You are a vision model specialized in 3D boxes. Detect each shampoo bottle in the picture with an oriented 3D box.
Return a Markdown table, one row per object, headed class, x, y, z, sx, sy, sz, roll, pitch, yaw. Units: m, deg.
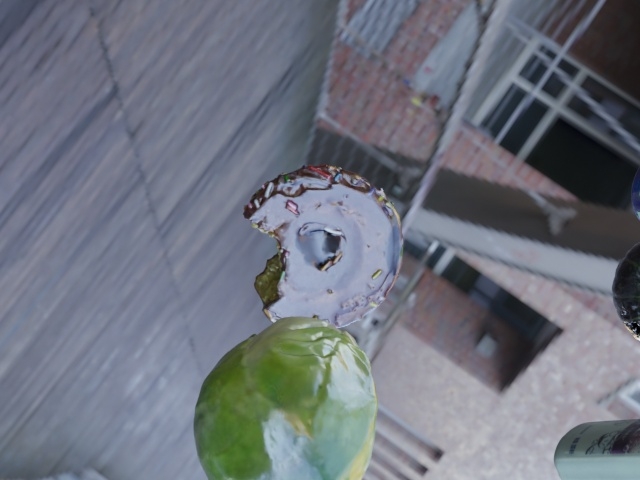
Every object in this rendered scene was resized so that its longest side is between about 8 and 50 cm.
| class | x | y | z | sx | sy | sz | roll | pitch | yaw |
| --- | --- | --- | --- | --- | --- | --- | --- | --- | --- |
| shampoo bottle | 0.503 | 0.287 | 1.712 | 0.134 | 0.078 | 0.359 | -31 | -170 | -40 |

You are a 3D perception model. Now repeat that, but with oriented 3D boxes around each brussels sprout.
| class | x | y | z | sx | sy | sz | roll | pitch | yaw |
| --- | --- | --- | --- | --- | --- | --- | --- | --- | --- |
| brussels sprout | -0.031 | 0.156 | 1.083 | 0.144 | 0.161 | 0.181 | 100 | -8 | -60 |

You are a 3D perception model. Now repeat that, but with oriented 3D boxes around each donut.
| class | x | y | z | sx | sy | sz | roll | pitch | yaw |
| --- | --- | --- | --- | --- | --- | --- | --- | --- | --- |
| donut | 0.001 | 0.001 | 1.645 | 0.216 | 0.230 | 0.096 | -22 | -163 | -3 |

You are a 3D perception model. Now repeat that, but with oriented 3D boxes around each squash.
| class | x | y | z | sx | sy | sz | roll | pitch | yaw |
| --- | --- | --- | --- | --- | --- | --- | --- | --- | --- |
| squash | 0.571 | 0.085 | 1.992 | 0.193 | 0.193 | 0.156 | -56 | 155 | 6 |

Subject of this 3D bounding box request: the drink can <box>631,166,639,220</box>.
| class | x | y | z | sx | sy | sz | roll | pitch | yaw |
| --- | --- | --- | --- | --- | --- | --- | --- | --- | --- |
| drink can | 0.474 | -0.046 | 1.480 | 0.118 | 0.118 | 0.205 | -55 | -156 | 0 |
